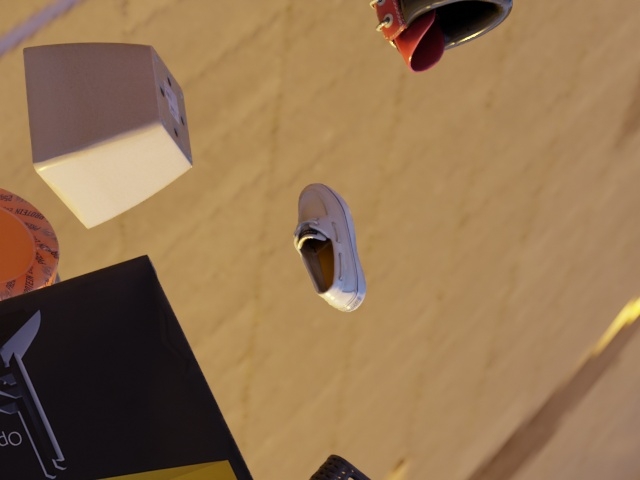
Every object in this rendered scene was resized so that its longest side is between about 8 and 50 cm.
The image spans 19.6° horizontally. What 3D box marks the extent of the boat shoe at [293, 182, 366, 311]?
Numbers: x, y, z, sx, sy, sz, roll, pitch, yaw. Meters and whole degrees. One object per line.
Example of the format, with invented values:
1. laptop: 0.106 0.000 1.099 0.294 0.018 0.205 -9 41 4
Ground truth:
1. boat shoe: 0.000 0.000 1.188 0.035 0.100 0.035 -34 140 27

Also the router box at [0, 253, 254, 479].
1. router box: -0.171 0.163 0.791 0.309 0.243 0.081 -18 149 -17

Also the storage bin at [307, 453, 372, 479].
1. storage bin: 0.023 0.298 1.772 0.084 0.122 0.180 -46 164 -26

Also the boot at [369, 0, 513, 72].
1. boot: 0.018 -0.191 1.280 0.088 0.244 0.176 36 53 -54

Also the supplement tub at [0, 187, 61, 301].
1. supplement tub: -0.359 0.105 1.783 0.193 0.193 0.316 -32 156 -45

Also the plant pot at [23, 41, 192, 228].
1. plant pot: -0.156 -0.088 1.399 0.096 0.109 0.109 -14 152 10
